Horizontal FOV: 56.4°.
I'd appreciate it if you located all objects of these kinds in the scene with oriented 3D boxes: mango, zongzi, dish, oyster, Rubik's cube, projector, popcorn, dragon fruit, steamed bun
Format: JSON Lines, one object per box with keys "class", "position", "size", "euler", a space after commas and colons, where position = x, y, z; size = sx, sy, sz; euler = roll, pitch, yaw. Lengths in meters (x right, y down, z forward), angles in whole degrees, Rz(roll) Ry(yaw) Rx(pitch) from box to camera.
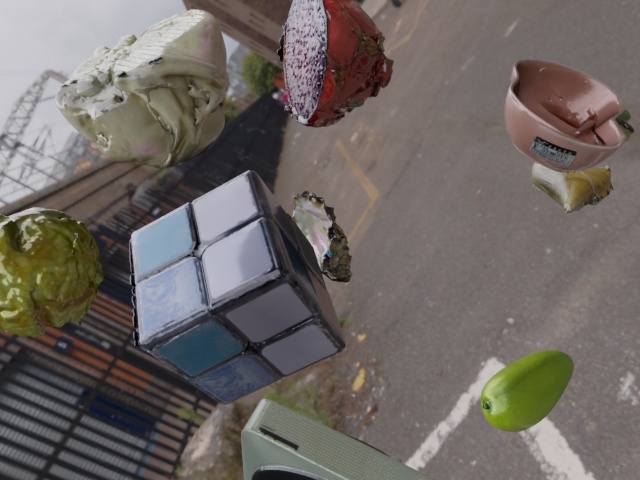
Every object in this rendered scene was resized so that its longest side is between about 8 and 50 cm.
{"class": "mango", "position": [0.635, 0.447, 1.802], "size": [0.343, 0.192, 0.156], "euler": [-28, 20, -15]}
{"class": "zongzi", "position": [0.577, -0.129, 1.448], "size": [0.197, 0.099, 0.194], "euler": [-30, 34, -30]}
{"class": "dish", "position": [0.366, -0.181, 0.920], "size": [0.090, 0.213, 0.213], "euler": [111, 179, -46]}
{"class": "oyster", "position": [0.007, -0.005, 1.521], "size": [0.092, 0.259, 0.198], "euler": [-20, 4, -23]}
{"class": "Rubik's cube", "position": [-0.171, 0.105, 1.241], "size": [0.318, 0.313, 0.316], "euler": [-26, 47, 7]}
{"class": "projector", "position": [0.030, 0.317, 0.731], "size": [0.079, 0.257, 0.259], "euler": [-55, -20, -41]}
{"class": "popcorn", "position": [-0.415, 0.045, 0.875], "size": [0.212, 0.198, 0.198], "euler": [-9, 52, 58]}
{"class": "dragon fruit", "position": [0.034, -0.287, 0.941], "size": [0.224, 0.148, 0.218], "euler": [132, 131, -64]}
{"class": "steamed bun", "position": [-0.261, -0.236, 1.003], "size": [0.268, 0.207, 0.280], "euler": [-11, 39, 17]}
